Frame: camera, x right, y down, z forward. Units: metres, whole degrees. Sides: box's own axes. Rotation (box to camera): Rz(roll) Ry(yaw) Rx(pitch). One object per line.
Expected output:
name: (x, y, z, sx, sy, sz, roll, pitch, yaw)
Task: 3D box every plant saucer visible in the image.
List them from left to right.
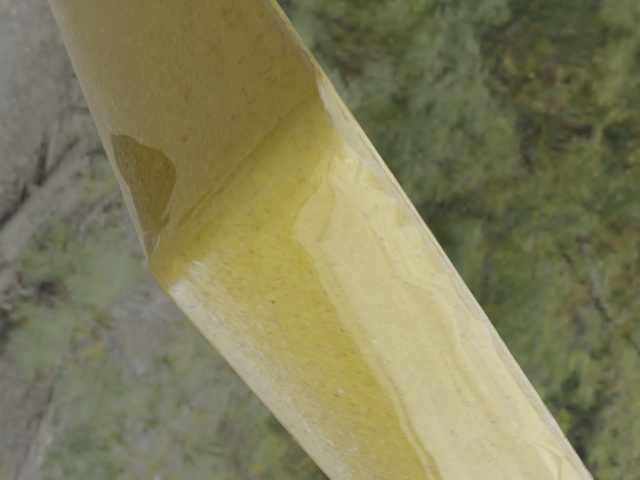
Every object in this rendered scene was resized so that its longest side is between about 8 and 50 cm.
plant saucer: (0.000, 0.000, 0.590, 0.333, 0.081, 0.333, 54, 5, -38)
